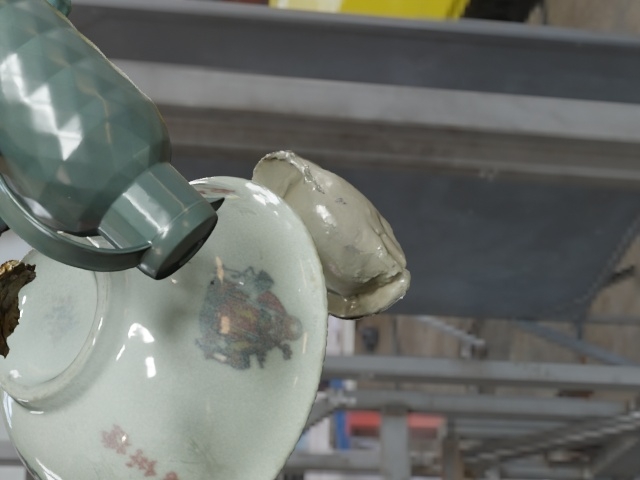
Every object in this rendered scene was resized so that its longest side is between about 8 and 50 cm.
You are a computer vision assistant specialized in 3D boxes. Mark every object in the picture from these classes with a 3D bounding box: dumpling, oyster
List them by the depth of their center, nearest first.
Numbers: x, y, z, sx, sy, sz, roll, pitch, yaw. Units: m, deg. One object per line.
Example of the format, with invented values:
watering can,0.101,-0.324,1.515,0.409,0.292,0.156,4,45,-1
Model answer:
oyster,-0.236,0.041,1.021,0.132,0.029,0.086,94,-170,-63
dumpling,0.000,0.000,1.779,0.172,0.247,0.142,-45,-8,31

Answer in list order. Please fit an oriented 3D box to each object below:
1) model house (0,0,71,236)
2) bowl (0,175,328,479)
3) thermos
model house,-0.356,-0.141,1.358,0.230,0.249,0.280,35,-141,-61
bowl,-0.218,0.105,1.488,0.435,0.196,0.435,-18,61,35
thermos,-0.217,-0.082,1.172,0.182,0.286,0.145,-34,-16,-49
